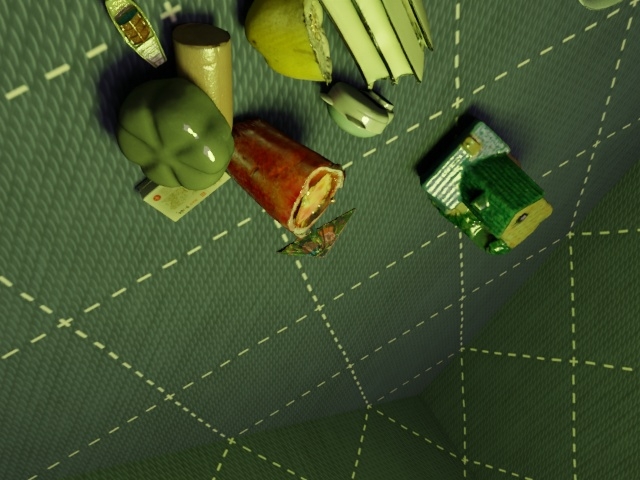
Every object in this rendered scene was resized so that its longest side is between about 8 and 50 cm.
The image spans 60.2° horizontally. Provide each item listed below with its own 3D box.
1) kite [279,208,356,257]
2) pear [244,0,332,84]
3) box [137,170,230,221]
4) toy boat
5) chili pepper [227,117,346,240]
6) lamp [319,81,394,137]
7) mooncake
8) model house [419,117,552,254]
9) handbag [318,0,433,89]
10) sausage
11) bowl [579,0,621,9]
[{"bbox_3d":[0.000,0.000,1.964,0.321,0.016,0.234,-29,145,-7],"label":"kite"},{"bbox_3d":[-0.078,-0.466,1.216,0.178,0.267,0.267,-8,145,9],"label":"pear"},{"bbox_3d":[-0.358,-0.155,1.457,0.201,0.058,0.141,-39,145,6],"label":"box"},{"bbox_3d":[-0.372,-0.425,1.116,0.065,0.066,0.172,-36,146,-3],"label":"toy boat"},{"bbox_3d":[-0.100,-0.185,1.460,0.229,0.305,0.251,-48,156,7],"label":"chili pepper"},{"bbox_3d":[0.106,-0.349,1.504,0.246,0.179,0.108,-20,152,-54],"label":"lamp"},{"bbox_3d":[-0.322,-0.225,1.223,0.275,0.275,0.135,85,24,-51],"label":"mooncake"},{"bbox_3d":[0.540,-0.173,1.868,0.334,0.382,0.342,-48,148,16],"label":"model house"},{"bbox_3d":[0.136,-0.545,1.246,0.160,0.237,0.358,-2,156,26],"label":"handbag"},{"bbox_3d":[-0.260,-0.350,1.247,0.123,0.123,0.253,-18,142,-22],"label":"sausage"},{"bbox_3d":[0.780,-0.821,1.485,0.345,0.157,0.345,-22,144,-17],"label":"bowl"}]
